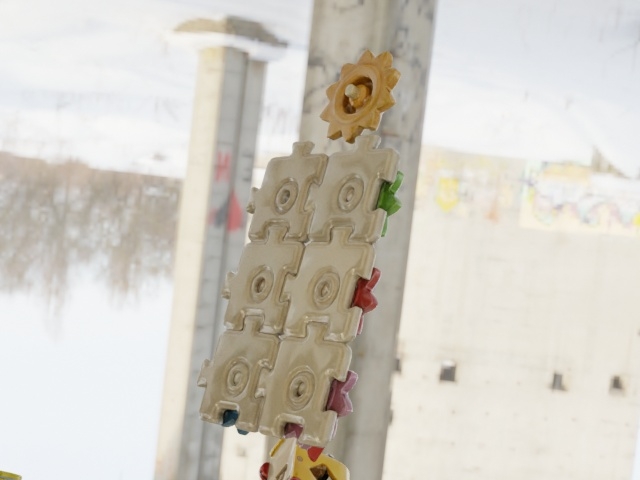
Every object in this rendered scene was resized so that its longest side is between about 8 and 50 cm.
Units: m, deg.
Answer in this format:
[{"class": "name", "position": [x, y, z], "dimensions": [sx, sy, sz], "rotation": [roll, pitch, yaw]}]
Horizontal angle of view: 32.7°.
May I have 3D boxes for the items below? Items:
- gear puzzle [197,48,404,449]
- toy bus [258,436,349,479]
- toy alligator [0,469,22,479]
[{"class": "gear puzzle", "position": [0.000, 0.000, 0.903], "dimensions": [0.044, 0.339, 0.175], "rotation": [25, 163, -39]}, {"class": "toy bus", "position": [-0.014, 0.305, 1.323], "dimensions": [0.104, 0.202, 0.191], "rotation": [29, 166, -13]}, {"class": "toy alligator", "position": [-0.292, 0.238, 0.986], "dimensions": [0.051, 0.056, 0.189], "rotation": [-3, 157, 39]}]
